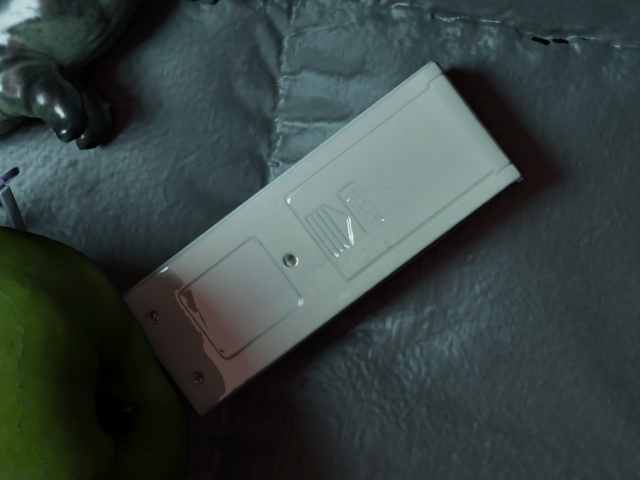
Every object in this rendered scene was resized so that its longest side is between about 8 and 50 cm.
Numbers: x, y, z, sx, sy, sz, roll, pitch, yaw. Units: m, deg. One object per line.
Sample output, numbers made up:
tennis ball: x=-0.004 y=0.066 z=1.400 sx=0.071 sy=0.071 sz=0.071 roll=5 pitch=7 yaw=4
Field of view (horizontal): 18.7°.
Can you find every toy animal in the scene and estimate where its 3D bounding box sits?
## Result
toy animal: x=-0.225 y=-0.126 z=1.350 sx=0.343 sy=0.106 sz=0.168 roll=-33 pitch=86 yaw=8

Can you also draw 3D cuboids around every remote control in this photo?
remote control: x=0.000 y=0.000 z=1.347 sx=0.277 sy=0.055 sz=0.103 roll=-37 pitch=85 yaw=5

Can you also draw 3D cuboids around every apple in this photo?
apple: x=-0.268 y=0.143 z=1.226 sx=0.357 sy=0.357 sz=0.357 roll=0 pitch=89 yaw=6

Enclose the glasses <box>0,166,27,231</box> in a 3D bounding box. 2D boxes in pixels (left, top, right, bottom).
glasses: x=-0.214 y=0.016 z=1.347 sx=0.104 sy=0.140 sz=0.062 roll=51 pitch=56 yaw=-6
